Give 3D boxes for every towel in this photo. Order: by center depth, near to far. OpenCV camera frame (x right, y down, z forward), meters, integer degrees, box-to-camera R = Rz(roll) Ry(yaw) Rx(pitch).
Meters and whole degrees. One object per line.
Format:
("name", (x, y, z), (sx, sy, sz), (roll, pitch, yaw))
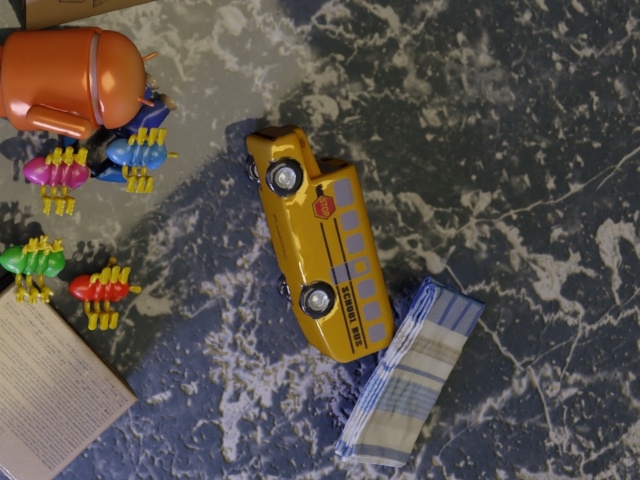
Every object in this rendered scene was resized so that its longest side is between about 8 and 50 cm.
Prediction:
("towel", (0.136, 0.198, 1.880), (0.209, 0.034, 0.285), (25, 93, -59))

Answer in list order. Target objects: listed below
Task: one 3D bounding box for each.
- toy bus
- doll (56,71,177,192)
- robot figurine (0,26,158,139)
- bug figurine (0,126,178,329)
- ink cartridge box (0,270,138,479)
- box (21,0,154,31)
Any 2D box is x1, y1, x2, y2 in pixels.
("toy bus", (0.000, 0.000, 1.807), (0.130, 0.108, 0.332), (-19, 107, -17))
("doll", (-0.274, -0.130, 1.712), (0.189, 0.046, 0.129), (-43, 113, -8))
("robot figurine", (-0.313, -0.197, 1.622), (0.220, 0.158, 0.128), (-1, 103, 0))
("bug figurine", (-0.296, -0.027, 1.663), (0.216, 0.072, 0.279), (4, 109, -45))
("ink cartridge box", (-0.389, 0.184, 1.708), (0.193, 0.088, 0.234), (-42, 111, -8))
("box", (-0.271, -0.326, 1.619), (0.201, 0.164, 0.021), (-17, 76, -17))
